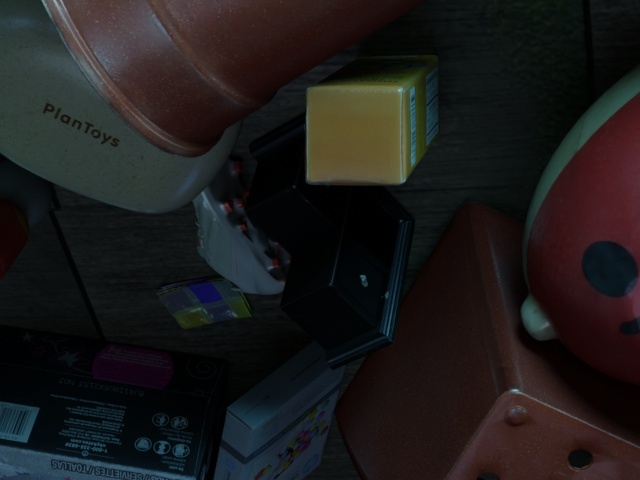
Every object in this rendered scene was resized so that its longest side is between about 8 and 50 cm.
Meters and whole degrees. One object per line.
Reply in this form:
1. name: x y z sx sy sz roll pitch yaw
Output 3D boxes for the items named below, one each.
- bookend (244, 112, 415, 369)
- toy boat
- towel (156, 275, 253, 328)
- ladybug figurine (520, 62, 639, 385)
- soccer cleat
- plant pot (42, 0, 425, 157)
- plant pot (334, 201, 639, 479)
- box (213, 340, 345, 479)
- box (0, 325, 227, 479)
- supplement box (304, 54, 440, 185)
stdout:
1. bookend: 0.000 0.000 1.549 0.072 0.156 0.157 -27 122 33
2. toy boat: -0.226 -0.098 1.525 0.267 0.148 0.318 31 127 -11
3. towel: -0.114 0.061 1.737 0.083 0.009 0.060 -11 130 22
4. ladybug figurine: 0.360 -0.022 1.375 0.449 0.162 0.305 -31 108 16
5. soccer cleat: -0.091 -0.016 1.620 0.076 0.068 0.196 -10 134 25
6. plant pot: -0.035 -0.234 1.270 0.265 0.272 0.272 -23 126 21
7. plant pot: 0.186 0.173 1.569 0.267 0.235 0.267 25 115 -12
8. box: -0.045 0.197 1.764 0.038 0.145 0.186 38 140 21
9. box: -0.231 0.208 1.797 0.247 0.163 0.142 8 134 5
10. supplement box: 0.044 -0.098 1.391 0.078 0.233 0.080 1 100 10
